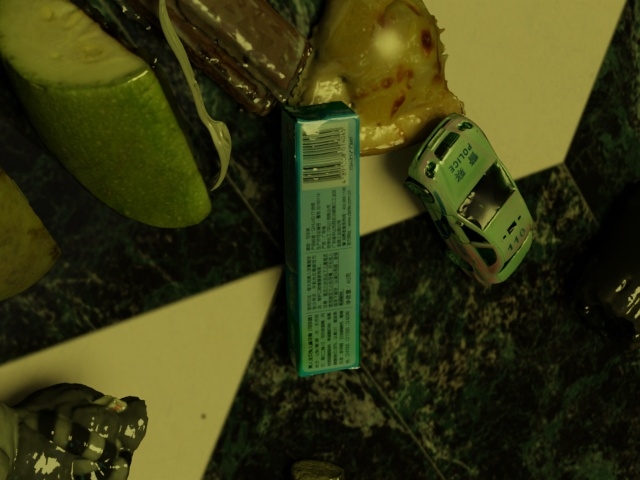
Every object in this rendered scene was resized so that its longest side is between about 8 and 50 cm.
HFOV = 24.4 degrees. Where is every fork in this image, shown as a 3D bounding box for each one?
[{"bbox_3d":[-0.109,-0.138,1.316,0.034,0.028,0.219,-72,155,-48],"label":"fork"}]

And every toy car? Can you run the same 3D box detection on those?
[{"bbox_3d":[0.162,-0.036,1.513,0.090,0.076,0.224,-51,143,-12],"label":"toy car"}]

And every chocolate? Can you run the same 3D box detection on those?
[{"bbox_3d":[-0.130,-0.232,1.296,0.329,0.065,0.102,40,77,-32],"label":"chocolate"}]

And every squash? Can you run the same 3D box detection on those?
[{"bbox_3d":[-0.197,-0.101,1.305,0.093,0.169,0.252,-45,155,-16],"label":"squash"}]

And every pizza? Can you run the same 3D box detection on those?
[{"bbox_3d":[0.047,-0.162,1.428,0.204,0.080,0.188,-26,114,-26],"label":"pizza"}]

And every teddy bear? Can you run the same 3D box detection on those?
[{"bbox_3d":[-0.285,0.195,1.235,0.251,0.144,0.171,7,110,-33],"label":"teddy bear"}]

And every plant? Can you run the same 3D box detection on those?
[{"bbox_3d":[0.409,0.017,1.686,0.256,0.142,0.164,-33,118,-12],"label":"plant"}]

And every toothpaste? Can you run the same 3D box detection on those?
[{"bbox_3d":[0.000,0.000,1.415,0.065,0.050,0.266,-9,114,-17],"label":"toothpaste"}]

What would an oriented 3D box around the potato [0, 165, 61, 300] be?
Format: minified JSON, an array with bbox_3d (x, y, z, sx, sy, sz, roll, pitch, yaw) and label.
[{"bbox_3d":[-0.331,-0.041,1.153,0.298,0.141,0.176,28,98,-44],"label":"potato"}]

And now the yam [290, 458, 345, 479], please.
[{"bbox_3d":[-0.011,0.361,1.515,0.061,0.061,0.274,-4,103,-35],"label":"yam"}]
